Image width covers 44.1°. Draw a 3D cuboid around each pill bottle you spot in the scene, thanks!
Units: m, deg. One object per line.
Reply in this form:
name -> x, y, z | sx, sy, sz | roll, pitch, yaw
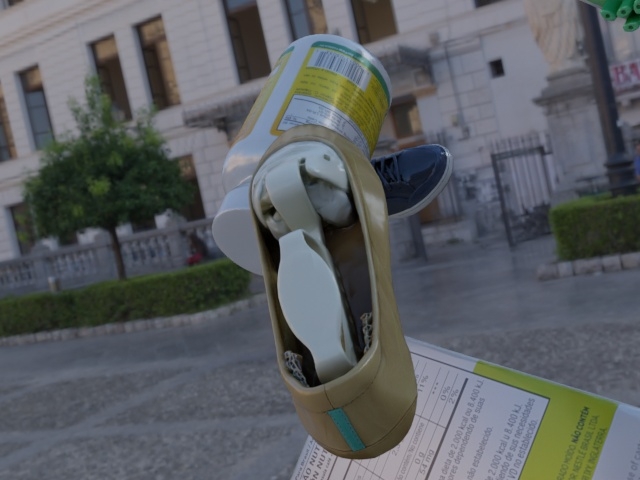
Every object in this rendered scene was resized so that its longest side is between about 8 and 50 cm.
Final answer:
pill bottle -> -0.016, -0.074, 0.691 | 0.118, 0.117, 0.208 | -11, 43, 35

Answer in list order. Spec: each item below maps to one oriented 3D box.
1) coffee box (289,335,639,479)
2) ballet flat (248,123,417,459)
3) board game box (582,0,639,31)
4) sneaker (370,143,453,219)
coffee box -> 0.168, 0.289, 0.556 | 0.338, 0.338, 0.334 | 26, -9, -26
ballet flat -> 0.000, 0.000, 0.424 | 0.080, 0.232, 0.073 | -25, -41, 10
board game box -> 0.372, -0.529, 1.178 | 0.050, 0.390, 0.390 | -55, -14, -27
sneaker -> 0.043, -0.077, 1.004 | 0.226, 0.086, 0.163 | -23, -25, 26
